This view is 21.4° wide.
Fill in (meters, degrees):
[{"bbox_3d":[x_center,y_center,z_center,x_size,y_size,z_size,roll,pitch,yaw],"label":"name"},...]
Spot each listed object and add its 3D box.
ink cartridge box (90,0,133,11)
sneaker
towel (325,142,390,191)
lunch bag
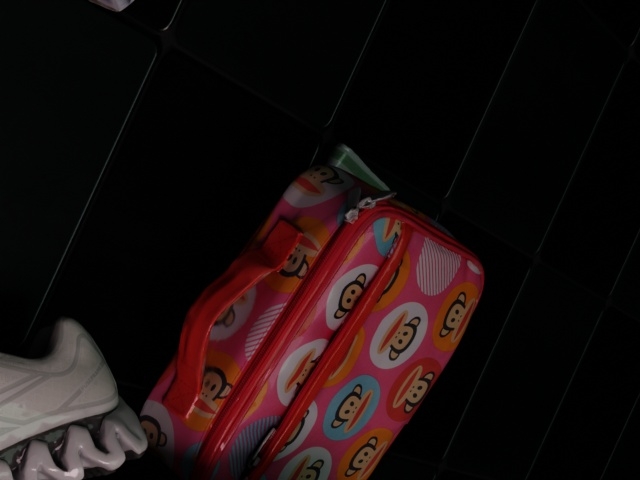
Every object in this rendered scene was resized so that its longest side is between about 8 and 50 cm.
[{"bbox_3d":[-0.099,-0.289,1.089,0.206,0.045,0.208,-46,143,-29],"label":"ink cartridge box"},{"bbox_3d":[-0.258,0.135,1.102,0.292,0.110,0.118,-18,89,-37],"label":"sneaker"},{"bbox_3d":[0.000,0.000,1.467,0.152,0.023,0.113,-59,146,-7],"label":"towel"},{"bbox_3d":[-0.014,0.086,1.390,0.293,0.120,0.258,-58,143,2],"label":"lunch bag"}]
